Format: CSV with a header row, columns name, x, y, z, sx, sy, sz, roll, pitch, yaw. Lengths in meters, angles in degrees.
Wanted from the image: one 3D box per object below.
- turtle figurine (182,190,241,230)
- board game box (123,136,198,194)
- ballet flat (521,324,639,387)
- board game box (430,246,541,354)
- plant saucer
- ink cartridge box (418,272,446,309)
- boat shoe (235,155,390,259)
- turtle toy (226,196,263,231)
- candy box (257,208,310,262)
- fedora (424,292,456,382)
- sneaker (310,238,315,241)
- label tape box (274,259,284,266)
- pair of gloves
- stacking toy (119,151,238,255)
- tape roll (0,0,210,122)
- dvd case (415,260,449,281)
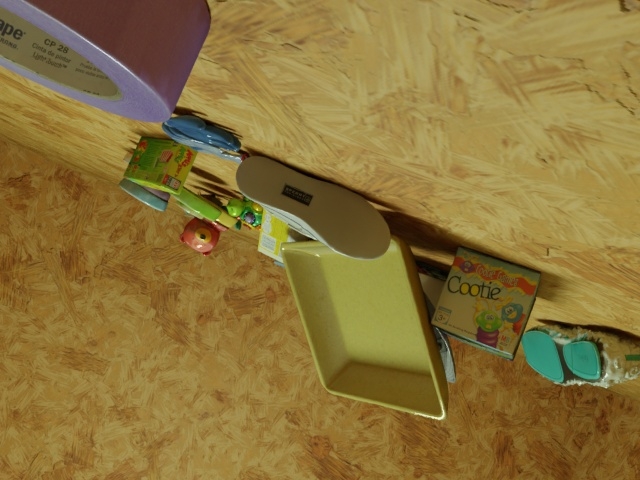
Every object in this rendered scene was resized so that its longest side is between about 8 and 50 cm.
name,x,y,z,sx,sy,sz,roll,pitch,yaw
turtle figurine,-0.316,-0.073,1.665,0.234,0.118,0.175,7,-157,19
board game box,-0.315,-0.149,1.148,0.043,0.092,0.181,28,172,-41
ballet flat,0.604,0.265,1.350,0.146,0.147,0.409,22,175,-2
board game box,0.309,0.127,1.082,0.144,0.142,0.275,20,173,22
plant saucer,0.090,0.142,1.098,0.081,0.333,0.332,-24,-168,-36
ink cartridge box,0.278,0.164,1.616,0.207,0.119,0.353,17,172,38
boat shoe,-0.012,-0.049,0.949,0.267,0.096,0.088,23,178,3
turtle toy,-0.179,-0.067,1.471,0.130,0.066,0.095,41,164,-35
candy box,-0.070,-0.022,1.192,0.105,0.027,0.206,24,143,6
fedora,0.190,0.224,1.327,0.244,0.124,0.276,49,159,54
sneaker,0.000,0.000,1.260,0.225,0.088,0.092,-18,133,40
label tape box,0.064,0.091,1.801,0.347,0.115,0.249,12,169,46
pair of gloves,-0.189,-0.163,0.915,0.159,0.023,0.198,20,175,3
stacking toy,-0.373,-0.083,1.443,0.308,0.130,0.279,33,180,-3
tape roll,-0.231,-0.197,0.465,0.274,0.090,0.275,21,174,2
dvd case,0.264,0.074,1.388,0.119,0.013,0.087,21,174,24
